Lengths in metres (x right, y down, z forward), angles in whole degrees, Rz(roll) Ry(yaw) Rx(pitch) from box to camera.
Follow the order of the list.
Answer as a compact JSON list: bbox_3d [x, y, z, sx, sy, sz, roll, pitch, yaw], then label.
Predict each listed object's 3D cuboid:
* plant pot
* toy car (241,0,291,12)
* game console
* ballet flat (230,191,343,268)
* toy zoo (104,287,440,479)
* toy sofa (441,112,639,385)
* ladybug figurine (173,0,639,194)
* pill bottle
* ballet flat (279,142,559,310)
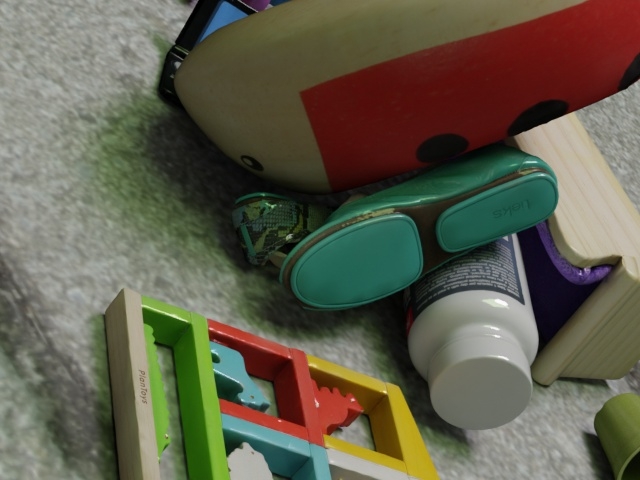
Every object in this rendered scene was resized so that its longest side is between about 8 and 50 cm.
[{"bbox_3d":[0.275,0.175,1.448,0.083,0.083,0.079,19,23,-32],"label":"plant pot"},{"bbox_3d":[-0.071,-0.284,1.617,0.182,0.159,0.136,20,70,-31],"label":"toy car"},{"bbox_3d":[-0.070,-0.149,1.484,0.122,0.071,0.107,30,31,-16],"label":"game console"},{"bbox_3d":[0.000,0.000,1.390,0.188,0.070,0.070,2,47,-45],"label":"ballet flat"},{"bbox_3d":[-0.013,0.153,1.189,0.293,0.030,0.192,22,35,-29],"label":"toy zoo"},{"bbox_3d":[0.183,-0.050,1.560,0.177,0.150,0.362,6,44,-37],"label":"toy sofa"},{"bbox_3d":[0.107,-0.158,1.371,0.305,0.449,0.162,-66,136,-80],"label":"ladybug figurine"},{"bbox_3d":[0.122,0.064,1.381,0.108,0.108,0.180,27,32,-21],"label":"pill bottle"},{"bbox_3d":[0.070,-0.014,1.347,0.247,0.083,0.087,-21,31,-16],"label":"ballet flat"}]
